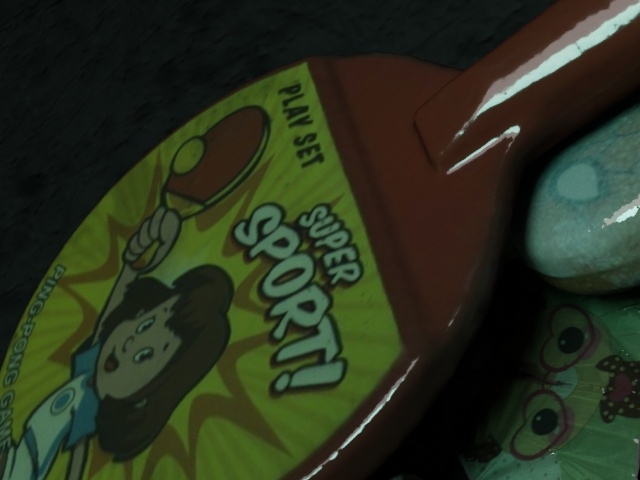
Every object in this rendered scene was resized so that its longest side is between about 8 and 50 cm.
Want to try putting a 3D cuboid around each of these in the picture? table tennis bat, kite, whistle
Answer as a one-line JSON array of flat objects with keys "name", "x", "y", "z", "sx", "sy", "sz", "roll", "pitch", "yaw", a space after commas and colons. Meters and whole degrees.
[{"name": "table tennis bat", "x": 0.000, "y": 0.000, "z": 0.575, "sx": 0.414, "sy": 0.051, "sz": 0.268, "roll": -35, "pitch": 41, "yaw": 17}, {"name": "kite", "x": 0.144, "y": 0.066, "z": 0.532, "sx": 0.250, "sy": 0.012, "sz": 0.229, "roll": -2, "pitch": 60, "yaw": 38}, {"name": "whistle", "x": 0.104, "y": -0.014, "z": 0.580, "sx": 0.220, "sy": 0.057, "sz": 0.107, "roll": -14, "pitch": 38, "yaw": 42}]

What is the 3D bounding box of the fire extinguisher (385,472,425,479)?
[{"name": "fire extinguisher", "x": -0.050, "y": 0.208, "z": 0.537, "sx": 0.269, "sy": 0.105, "sz": 0.105, "roll": -33, "pitch": 46, "yaw": 16}]
